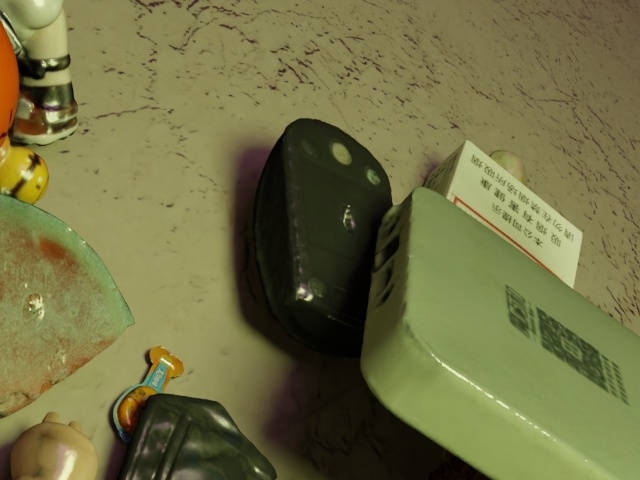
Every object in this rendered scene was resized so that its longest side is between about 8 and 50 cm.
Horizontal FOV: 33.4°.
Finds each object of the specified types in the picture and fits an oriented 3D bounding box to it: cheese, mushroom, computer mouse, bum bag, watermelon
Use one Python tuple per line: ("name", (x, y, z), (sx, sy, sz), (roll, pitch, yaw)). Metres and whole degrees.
("cheese", (-0.157, 0.142, 0.974), (0.047, 0.017, 0.111), (39, 40, -15))
("mushroom", (0.251, -0.084, 1.475), (0.083, 0.068, 0.083), (4, 90, -64))
("computer mouse", (0.000, 0.000, 1.161), (0.170, 0.100, 0.269), (21, 50, -32))
("bum bag", (-0.124, 0.253, 0.862), (0.137, 0.074, 0.310), (29, 46, -9))
("watermelon", (-0.304, 0.082, 0.840), (0.318, 0.148, 0.226), (13, 67, -51))

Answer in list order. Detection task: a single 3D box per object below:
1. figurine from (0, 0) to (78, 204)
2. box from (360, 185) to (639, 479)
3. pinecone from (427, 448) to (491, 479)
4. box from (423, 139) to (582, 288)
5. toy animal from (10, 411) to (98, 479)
("figurine", (-0.348, -0.160, 0.916), (0.320, 0.196, 0.323), (46, 29, -11))
("box", (0.208, 0.128, 1.040), (0.373, 0.090, 0.367), (34, 23, -9))
("pinecone", (0.181, 0.271, 1.063), (0.174, 0.173, 0.173), (23, 45, -26))
("box", (0.200, 0.051, 1.303), (0.210, 0.095, 0.330), (37, 42, -10))
("toy animal", (-0.220, 0.195, 0.826), (0.150, 0.084, 0.089), (-80, 159, -54))
